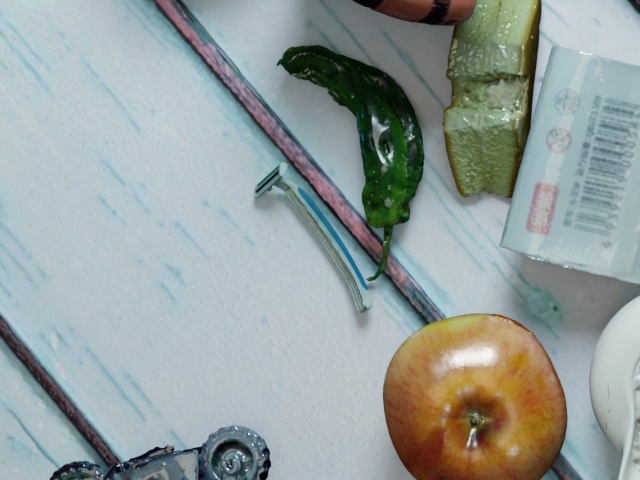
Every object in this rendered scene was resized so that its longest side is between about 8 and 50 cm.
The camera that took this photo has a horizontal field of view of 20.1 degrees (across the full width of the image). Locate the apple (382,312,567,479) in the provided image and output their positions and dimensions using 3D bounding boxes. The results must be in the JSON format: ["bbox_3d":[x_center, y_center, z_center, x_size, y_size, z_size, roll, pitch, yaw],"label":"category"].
[{"bbox_3d":[0.167,0.179,1.944,0.209,0.164,0.209,1,95,10],"label":"apple"}]

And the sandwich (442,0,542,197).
[{"bbox_3d":[0.185,-0.164,1.953,0.090,0.088,0.244,6,96,16],"label":"sandwich"}]

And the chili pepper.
[{"bbox_3d":[0.053,-0.101,2.001,0.122,0.065,0.278,-21,88,22],"label":"chili pepper"}]

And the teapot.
[{"bbox_3d":[0.394,0.134,1.901,0.208,0.166,0.299,25,109,21],"label":"teapot"}]

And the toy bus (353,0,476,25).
[{"bbox_3d":[0.091,-0.444,1.862,0.233,0.203,0.427,6,92,-4],"label":"toy bus"}]

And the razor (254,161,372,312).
[{"bbox_3d":[0.002,-0.002,2.032,0.191,0.037,0.068,52,145,1],"label":"razor"}]

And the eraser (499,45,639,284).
[{"bbox_3d":[0.303,-0.079,1.929,0.174,0.081,0.227,14,95,-4],"label":"eraser"}]

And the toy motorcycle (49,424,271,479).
[{"bbox_3d":[-0.178,0.308,2.062,0.270,0.106,0.159,-15,85,9],"label":"toy motorcycle"}]
